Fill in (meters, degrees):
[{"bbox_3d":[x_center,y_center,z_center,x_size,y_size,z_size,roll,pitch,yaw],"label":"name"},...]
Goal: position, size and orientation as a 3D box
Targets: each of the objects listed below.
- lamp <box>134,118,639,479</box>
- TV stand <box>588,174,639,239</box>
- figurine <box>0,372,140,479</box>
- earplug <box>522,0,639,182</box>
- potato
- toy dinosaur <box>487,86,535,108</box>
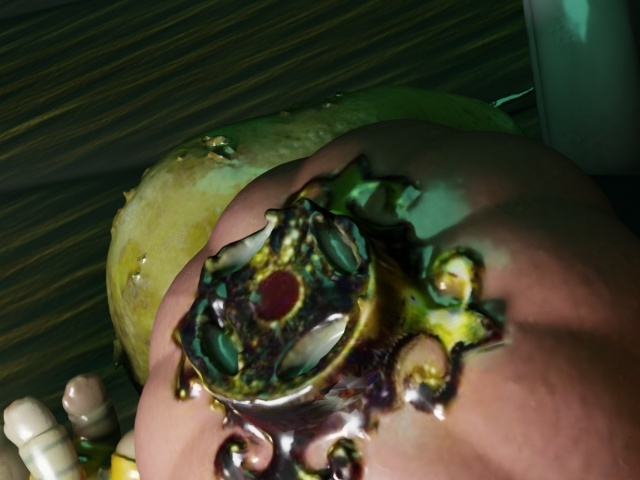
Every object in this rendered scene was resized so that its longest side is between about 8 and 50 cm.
[{"bbox_3d":[0.034,0.072,0.936,0.305,0.239,0.305,-14,58,25],"label":"lamp"},{"bbox_3d":[0.257,0.021,1.027,0.270,0.082,0.088,3,42,29],"label":"TV stand"},{"bbox_3d":[-0.203,0.159,1.093,0.257,0.167,0.192,3,-7,11],"label":"figurine"},{"bbox_3d":[0.227,-0.131,1.213,0.175,0.214,0.325,9,35,34],"label":"earplug"},{"bbox_3d":[0.000,0.000,1.170,0.307,0.210,0.173,-25,34,-16],"label":"potato"},{"bbox_3d":[0.115,-0.090,1.415,0.120,0.029,0.060,-17,45,3],"label":"toy dinosaur"}]
